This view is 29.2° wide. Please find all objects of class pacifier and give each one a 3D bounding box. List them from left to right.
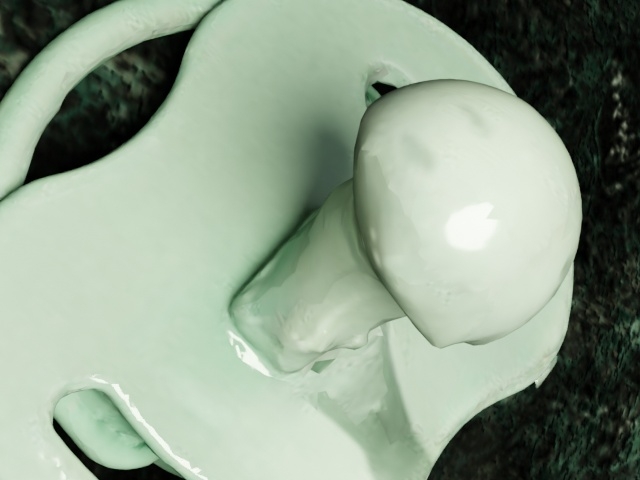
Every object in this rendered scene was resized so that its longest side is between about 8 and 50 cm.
[{"bbox_3d":[0.000,0.000,0.522,0.288,0.269,0.343,44,60,-9],"label":"pacifier"}]
